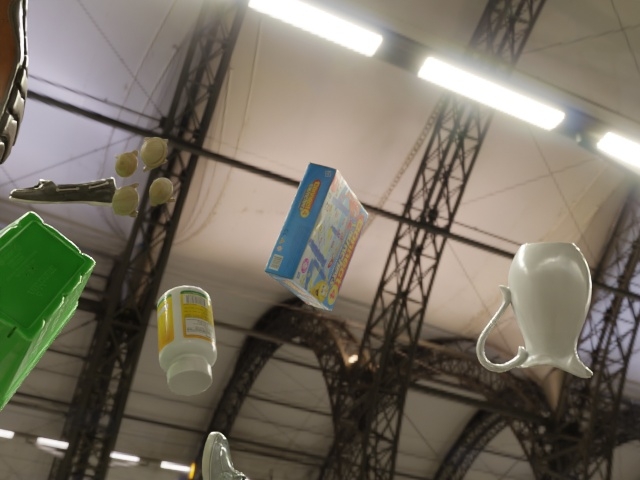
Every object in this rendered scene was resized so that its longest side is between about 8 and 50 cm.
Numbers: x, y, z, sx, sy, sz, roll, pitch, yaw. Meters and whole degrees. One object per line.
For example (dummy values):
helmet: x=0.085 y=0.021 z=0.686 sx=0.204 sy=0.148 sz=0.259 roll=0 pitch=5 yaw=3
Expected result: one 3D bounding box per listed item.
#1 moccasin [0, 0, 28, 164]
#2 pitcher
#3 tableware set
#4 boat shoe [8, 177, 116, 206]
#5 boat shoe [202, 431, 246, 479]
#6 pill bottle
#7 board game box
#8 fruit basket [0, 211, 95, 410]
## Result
moccasin: x=-0.473 y=-0.259 z=0.888 sx=0.146 sy=0.380 sz=0.139 roll=2 pitch=-23 yaw=-26
pitcher: x=0.340 y=0.110 z=1.056 sx=0.177 sy=0.207 sz=0.125 roll=0 pitch=-8 yaw=7
tableware set: x=-0.371 y=-0.131 z=1.369 sx=0.141 sy=0.169 sz=0.020 roll=-11 pitch=-14 yaw=18
boat shoe: x=-0.826 y=-0.165 z=2.133 sx=0.335 sy=0.096 sz=0.112 roll=0 pitch=8 yaw=-37
boat shoe: x=-0.182 y=0.498 z=1.317 sx=0.081 sy=0.228 sz=0.079 roll=-9 pitch=-11 yaw=15
pill bottle: x=-0.275 y=0.207 z=1.361 sx=0.117 sy=0.208 sz=0.118 roll=-9 pitch=-44 yaw=-8
board game box: x=0.000 y=0.000 z=1.759 sx=0.086 sy=0.308 sz=0.302 roll=15 pitch=-14 yaw=25
fruit basket: x=-0.667 y=0.153 z=1.276 sx=0.283 sy=0.392 sz=0.392 roll=42 pitch=-46 yaw=-15
